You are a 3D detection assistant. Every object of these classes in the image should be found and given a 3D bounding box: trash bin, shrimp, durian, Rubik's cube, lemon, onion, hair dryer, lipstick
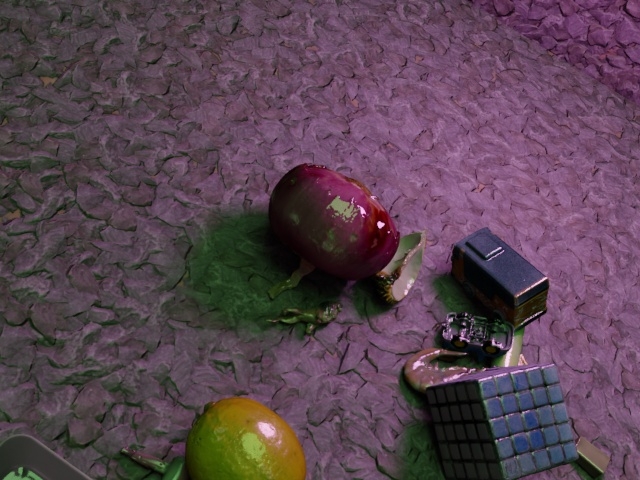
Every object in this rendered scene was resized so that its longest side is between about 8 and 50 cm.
[{"bbox_3d":[0.699,0.564,1.910,0.092,0.043,0.061,40,50,10],"label":"trash bin"},{"bbox_3d":[0.333,0.336,1.913,0.254,0.059,0.145,-11,42,-20],"label":"shrimp"},{"bbox_3d":[0.211,0.065,2.011,0.144,0.139,0.252,40,50,14],"label":"durian"},{"bbox_3d":[0.421,0.429,1.730,0.237,0.238,0.237,-9,80,-26],"label":"Rubik's cube"},{"bbox_3d":[-0.153,0.453,1.502,0.236,0.236,0.263,-14,59,-31],"label":"lemon"},{"bbox_3d":[0.024,-0.032,1.921,0.358,0.345,0.358,22,38,-18],"label":"onion"},{"bbox_3d":[-0.353,0.478,1.527,0.154,0.054,0.106,30,53,13],"label":"hair dryer"},{"bbox_3d":[0.527,0.267,2.037,0.076,0.076,0.304,28,49,-2],"label":"lipstick"}]

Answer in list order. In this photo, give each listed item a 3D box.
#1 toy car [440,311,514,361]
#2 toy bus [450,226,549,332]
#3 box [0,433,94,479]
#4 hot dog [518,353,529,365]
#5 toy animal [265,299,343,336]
[{"bbox_3d":[0.420,0.265,1.976,0.191,0.100,0.097,8,48,16],"label":"toy car"},{"bbox_3d":[0.493,0.102,2.039,0.138,0.167,0.275,-28,47,-18],"label":"toy bus"},{"bbox_3d":[-0.537,0.589,1.329,0.373,0.090,0.367,33,50,4],"label":"box"},{"bbox_3d":[0.562,0.376,2.000,0.044,0.028,0.137,-12,55,-2],"label":"hot dog"},{"bbox_3d":[-0.038,0.198,1.854,0.220,0.069,0.086,-1,35,-30],"label":"toy animal"}]
